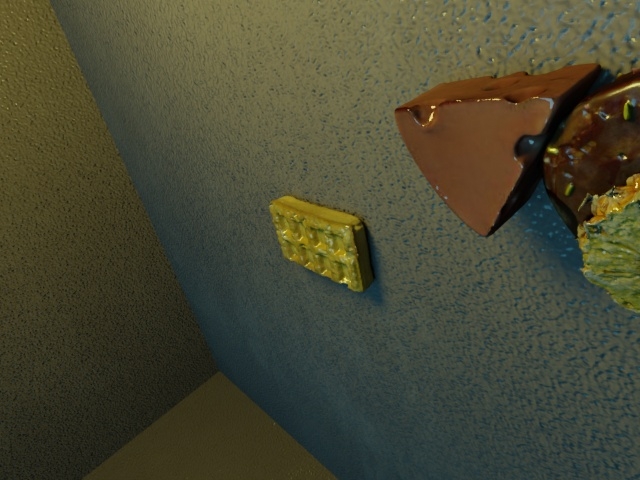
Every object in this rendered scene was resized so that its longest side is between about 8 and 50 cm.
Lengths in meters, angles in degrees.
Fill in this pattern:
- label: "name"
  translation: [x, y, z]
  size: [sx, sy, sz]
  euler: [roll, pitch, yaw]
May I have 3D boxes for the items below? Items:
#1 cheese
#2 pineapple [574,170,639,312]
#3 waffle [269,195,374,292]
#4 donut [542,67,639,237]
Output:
- label: "cheese"
  translation: [0.186, -0.136, 0.552]
  size: [0.177, 0.128, 0.203]
  euler: [38, 147, 26]
- label: "pineapple"
  translation: [0.328, 0.022, 0.406]
  size: [0.221, 0.047, 0.221]
  euler: [35, 156, 18]
- label: "waffle"
  translation: [0.000, 0.000, 1.018]
  size: [0.274, 0.057, 0.168]
  euler: [21, 135, 43]
- label: "donut"
  translation: [0.337, -0.061, 0.433]
  size: [0.230, 0.096, 0.216]
  euler: [42, 157, 5]
